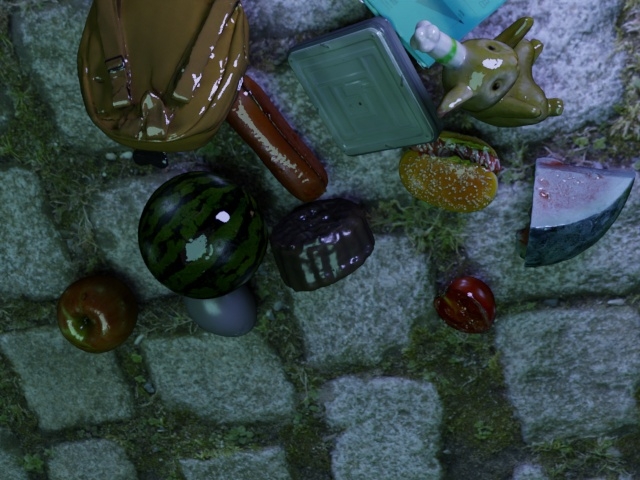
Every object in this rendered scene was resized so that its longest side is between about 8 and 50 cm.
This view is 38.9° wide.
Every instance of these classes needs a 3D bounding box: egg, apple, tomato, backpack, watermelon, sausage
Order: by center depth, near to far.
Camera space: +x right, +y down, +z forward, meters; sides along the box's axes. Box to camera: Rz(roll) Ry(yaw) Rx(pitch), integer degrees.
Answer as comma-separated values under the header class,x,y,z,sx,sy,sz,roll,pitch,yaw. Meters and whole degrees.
class,x,y,z,sx,sy,sz,roll,pitch,yaw
backpack,-0.308,-0.337,1.751,0.353,0.378,0.201,8,161,15
watermelon,0.465,-0.062,1.840,0.320,0.289,0.214,-36,78,41
sausage,-0.105,-0.218,1.921,0.102,0.102,0.330,-30,111,26
watermelon,-0.253,-0.011,1.970,0.285,0.285,0.285,5,121,9
tomato,0.335,0.135,2.044,0.139,0.091,0.159,41,148,-2
egg,-0.235,0.148,2.138,0.146,0.146,0.198,-32,118,27
apple,-0.538,0.174,2.204,0.195,0.196,0.196,5,121,9

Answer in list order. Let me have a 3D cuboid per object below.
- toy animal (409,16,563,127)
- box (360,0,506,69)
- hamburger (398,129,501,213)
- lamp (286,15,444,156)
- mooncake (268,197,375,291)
class,x,y,z,sx,sy,sz,roll,pitch,yaw
toy animal,0.310,-0.297,1.636,0.180,0.363,0.181,-13,84,27
box,0.246,-0.498,1.664,0.205,0.118,0.311,45,119,-11
hamburger,0.267,-0.144,1.873,0.210,0.116,0.173,16,123,7
lamp,0.085,-0.295,1.800,0.266,0.047,0.269,-5,126,47
mooncake,0.000,0.000,1.956,0.228,0.228,0.124,-16,115,21
